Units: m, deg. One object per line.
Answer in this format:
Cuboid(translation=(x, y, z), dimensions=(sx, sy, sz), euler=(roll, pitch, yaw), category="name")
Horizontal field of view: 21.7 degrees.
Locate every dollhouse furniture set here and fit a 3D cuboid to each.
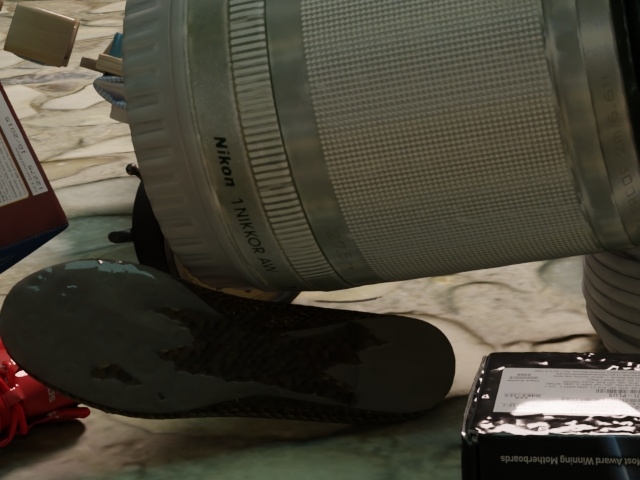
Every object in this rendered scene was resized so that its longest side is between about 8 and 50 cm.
Cuboid(translation=(-0.176, -0.061, 1.257), dimensions=(0.303, 0.198, 0.286), euler=(16, 5, -7), category="dollhouse furniture set")

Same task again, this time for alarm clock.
Cuboid(translation=(-0.045, -0.018, 1.102), dimensions=(0.192, 0.129, 0.064), euler=(-14, 18, -32), category="alarm clock")

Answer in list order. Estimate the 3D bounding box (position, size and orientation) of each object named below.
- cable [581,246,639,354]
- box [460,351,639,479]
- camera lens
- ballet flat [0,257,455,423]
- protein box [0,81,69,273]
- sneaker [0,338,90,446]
Cuboid(translation=(0.282, 0.016, 0.976), dimensions=(0.257, 0.089, 0.257), euler=(1, 18, 19), category="cable")
Cuboid(translation=(0.143, 0.120, 0.581), dimensions=(0.180, 0.147, 0.077), euler=(0, 18, 12), category="box")
Cuboid(translation=(0.055, -0.090, 0.921), dimensions=(0.274, 0.219, 0.219), euler=(-9, 15, 17), category="camera lens")
Cuboid(translation=(-0.050, 0.060, 0.912), dimensions=(0.249, 0.084, 0.058), euler=(6, -10, -8), category="ballet flat")
Cuboid(translation=(-0.301, -0.006, 0.990), dimensions=(0.201, 0.136, 0.200), euler=(-23, -5, -46), category="protein box")
Cuboid(translation=(-0.183, 0.084, 0.887), dimensions=(0.128, 0.087, 0.221), euler=(-9, 19, -11), category="sneaker")
